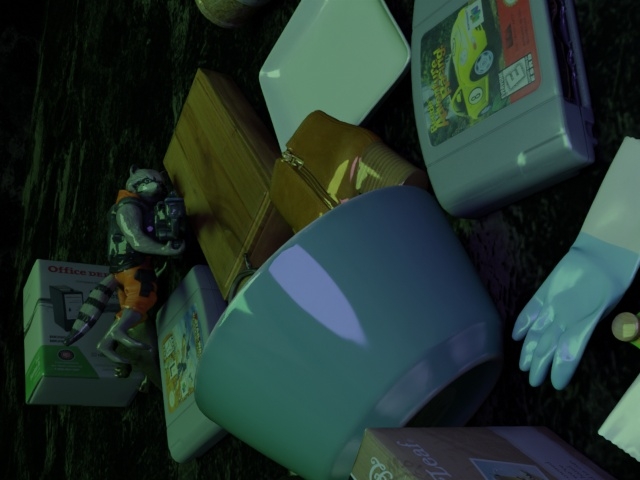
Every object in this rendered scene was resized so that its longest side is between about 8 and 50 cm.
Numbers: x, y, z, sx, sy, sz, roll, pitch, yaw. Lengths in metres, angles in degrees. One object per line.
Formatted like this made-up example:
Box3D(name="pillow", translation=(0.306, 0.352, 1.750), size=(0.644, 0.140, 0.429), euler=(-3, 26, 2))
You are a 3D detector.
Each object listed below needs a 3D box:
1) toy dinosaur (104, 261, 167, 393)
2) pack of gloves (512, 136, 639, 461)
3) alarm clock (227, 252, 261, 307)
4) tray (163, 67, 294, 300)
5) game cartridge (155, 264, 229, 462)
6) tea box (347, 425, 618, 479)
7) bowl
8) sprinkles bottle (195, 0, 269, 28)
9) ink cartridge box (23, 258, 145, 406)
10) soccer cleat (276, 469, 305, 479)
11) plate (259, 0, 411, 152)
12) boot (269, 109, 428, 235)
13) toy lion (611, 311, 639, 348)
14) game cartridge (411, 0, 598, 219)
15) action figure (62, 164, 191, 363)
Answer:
Box3D(name="toy dinosaur", translation=(-0.348, 0.192, 1.439), size=(0.314, 0.121, 0.160), euler=(-109, 29, -43))
Box3D(name="pack of gloves", translation=(0.249, 0.036, 0.579), size=(0.195, 0.046, 0.232), euler=(33, 95, 51))
Box3D(name="alarm clock", translation=(-0.060, 0.111, 1.059), size=(0.192, 0.064, 0.129), euler=(43, 125, 38))
Box3D(name="tray", translation=(-0.155, -0.105, 1.257), size=(0.203, 0.076, 0.411), euler=(-63, 38, 26))
Box3D(name="game cartridge", translation=(-0.212, 0.202, 1.290), size=(0.198, 0.062, 0.297), euler=(-50, 43, 44))
Box3D(name="tea box", translation=(0.151, 0.354, 0.539), size=(0.329, 0.219, 0.324), euler=(36, 114, 54))
Box3D(name="bowl", translation=(0.055, 0.118, 0.719), size=(0.163, 0.311, 0.312), euler=(44, 121, 28))
Box3D(name="sprinkles bottle", translation=(-0.074, -0.456, 1.171), size=(0.355, 0.121, 0.121), euler=(-21, 65, 53))
Box3D(name="ink cartridge box", translation=(-0.499, 0.191, 1.582), size=(0.121, 0.211, 0.289), euler=(-53, 42, 37))
Box3D(name="soccer cleat", translation=(0.043, 0.333, 0.857), size=(0.289, 0.093, 0.121), euler=(-4, 109, 52))
Box3D(name="plate", translation=(0.019, -0.236, 1.047), size=(0.278, 0.045, 0.277), euler=(-50, 45, 38))
Box3D(name="boot", translation=(0.000, -0.001, 0.939), size=(0.211, 0.104, 0.295), euler=(33, 103, 43))
Box3D(name="toy lion", translation=(0.283, 0.068, 0.584), size=(0.096, 0.034, 0.100), euler=(-45, 47, 32))
Box3D(name="game cartridge", translation=(0.176, -0.181, 0.788), size=(0.196, 0.060, 0.294), euler=(-31, 57, 54))
Box3D(name="action figure", translation=(-0.313, 0.021, 1.270), size=(0.341, 0.178, 0.330), euler=(121, 156, -69))
